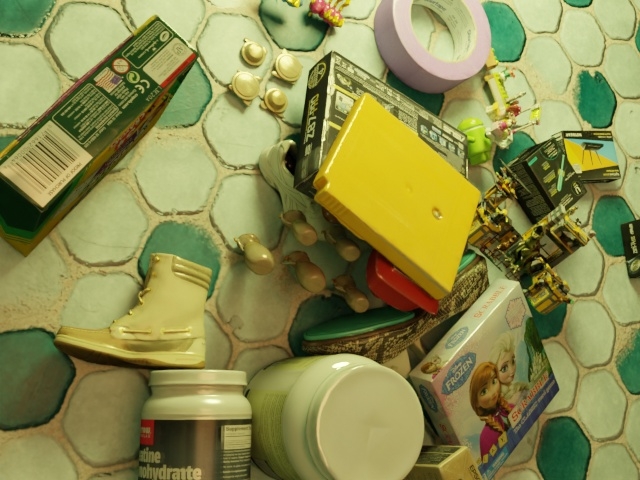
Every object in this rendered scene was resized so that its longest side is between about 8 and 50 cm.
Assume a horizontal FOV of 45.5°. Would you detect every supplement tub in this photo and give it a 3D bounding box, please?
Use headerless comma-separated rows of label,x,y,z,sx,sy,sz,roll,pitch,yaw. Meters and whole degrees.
supplement tub,0.010,0.320,1.341,0.235,0.325,0.236,5,79,-26
supplement tub,-0.212,0.362,1.299,0.191,0.191,0.272,6,76,-26

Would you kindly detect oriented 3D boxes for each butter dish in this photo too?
butter dish,0.143,0.072,1.476,0.160,0.118,0.160,33,40,-20

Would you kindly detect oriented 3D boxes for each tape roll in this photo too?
tape roll,0.265,-0.490,1.793,0.274,0.090,0.275,6,77,-25

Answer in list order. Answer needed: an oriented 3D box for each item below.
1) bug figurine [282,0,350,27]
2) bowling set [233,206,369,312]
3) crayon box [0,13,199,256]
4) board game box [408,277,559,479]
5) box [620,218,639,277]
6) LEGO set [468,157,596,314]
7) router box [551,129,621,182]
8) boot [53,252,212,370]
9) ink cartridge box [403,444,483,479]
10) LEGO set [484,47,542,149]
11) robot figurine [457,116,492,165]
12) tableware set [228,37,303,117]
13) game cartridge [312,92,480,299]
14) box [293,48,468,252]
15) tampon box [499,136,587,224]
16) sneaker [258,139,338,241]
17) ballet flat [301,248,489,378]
bug figurine,-0.008,-0.584,1.685,0.216,0.072,0.279,34,61,-23
bowling set,0.000,0.000,1.479,0.287,0.154,0.200,26,99,-23
crayon box,-0.384,-0.163,1.260,0.106,0.313,0.363,42,64,-9
board game box,0.359,0.301,1.618,0.318,0.065,0.318,-42,119,-28
box,0.887,0.022,1.999,0.180,0.077,0.148,0,79,-27
LEGO set,0.474,-0.021,1.690,0.331,0.192,0.255,47,25,-2
router box,0.687,-0.215,1.969,0.178,0.046,0.133,-5,81,-28
boot,-0.324,0.120,1.354,0.261,0.095,0.204,10,70,-18
ink cartridge box,0.250,0.525,1.496,0.088,0.193,0.235,-26,92,-31
LEGO set,0.456,-0.343,1.821,0.132,0.107,0.287,32,49,-39
robot figurine,0.361,-0.237,1.796,0.101,0.067,0.115,-15,85,-46
tableware set,-0.114,-0.344,1.607,0.141,0.020,0.169,25,67,-22
game cartridge,0.151,-0.088,1.444,0.323,0.052,0.285,38,49,-14
box,0.141,-0.168,1.574,0.394,0.097,0.318,26,51,-29
tampon box,0.538,-0.142,1.845,0.120,0.101,0.161,-37,97,-28
sneaker,-0.033,-0.100,1.537,0.090,0.115,0.232,-40,98,-28
ballet flat,0.185,0.181,1.574,0.482,0.164,0.182,-25,104,-32
